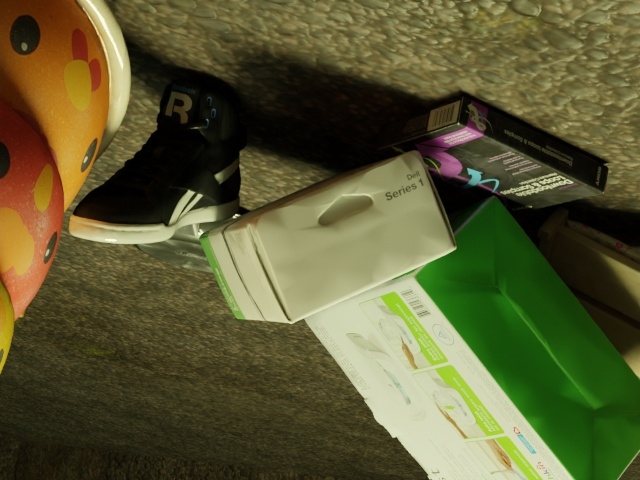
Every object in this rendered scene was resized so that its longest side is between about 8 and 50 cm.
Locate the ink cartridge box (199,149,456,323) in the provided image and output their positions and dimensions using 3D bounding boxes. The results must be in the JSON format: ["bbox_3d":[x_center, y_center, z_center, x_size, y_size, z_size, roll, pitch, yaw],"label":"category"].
[{"bbox_3d":[0.000,0.000,1.185,0.160,0.093,0.219,-24,-176,-13],"label":"ink cartridge box"}]

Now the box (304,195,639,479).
[{"bbox_3d":[0.143,0.118,1.288,0.262,0.127,0.231,51,154,-7],"label":"box"}]

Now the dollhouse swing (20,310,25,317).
[{"bbox_3d":[-0.642,0.131,1.933,0.305,0.315,0.347,24,174,42],"label":"dollhouse swing"}]

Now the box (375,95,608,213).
[{"bbox_3d":[0.144,-0.068,1.162,0.162,0.029,0.116,20,162,-28],"label":"box"}]

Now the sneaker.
[{"bbox_3d":[-0.134,-0.071,1.138,0.079,0.121,0.217,11,-166,22],"label":"sneaker"}]

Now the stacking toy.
[{"bbox_3d":[-0.301,0.032,0.900,0.350,0.480,0.351,-4,144,-3],"label":"stacking toy"}]

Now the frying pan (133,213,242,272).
[{"bbox_3d":[-0.116,-0.016,1.488,0.197,0.053,0.326,16,166,-17],"label":"frying pan"}]

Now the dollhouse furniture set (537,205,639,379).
[{"bbox_3d":[0.275,0.031,1.357,0.303,0.174,0.356,29,140,20],"label":"dollhouse furniture set"}]
